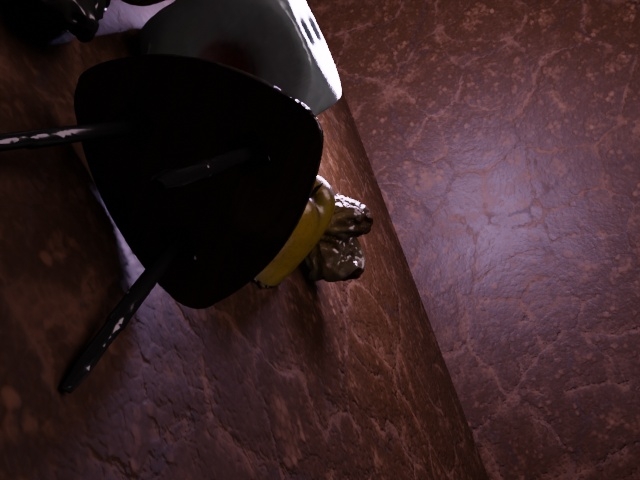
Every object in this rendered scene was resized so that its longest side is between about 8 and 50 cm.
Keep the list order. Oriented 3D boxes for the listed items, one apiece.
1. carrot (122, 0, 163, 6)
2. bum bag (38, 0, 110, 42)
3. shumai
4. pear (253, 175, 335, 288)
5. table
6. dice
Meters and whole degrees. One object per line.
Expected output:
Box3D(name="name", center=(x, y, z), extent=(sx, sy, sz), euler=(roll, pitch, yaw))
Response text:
Box3D(name="carrot", center=(-0.172, -0.441, 1.039), extent=(0.138, 0.301, 0.139), euler=(156, -90, -81))
Box3D(name="bum bag", center=(-0.334, -0.343, 0.941), extent=(0.326, 0.079, 0.142), euler=(-113, 179, -62))
Box3D(name="shumai", center=(0.000, -0.001, 1.552), extent=(0.184, 0.218, 0.186), euler=(39, 69, -54))
Box3D(name="pear", center=(-0.058, -0.052, 1.299), extent=(0.267, 0.178, 0.267), euler=(-19, 90, -77))
Box3D(name="table", center=(-0.209, -0.045, 0.723), extent=(0.318, 0.317, 0.249), euler=(64, 29, -10))
Box3D(name="dice", center=(-0.132, -0.309, 1.240), extent=(0.265, 0.267, 0.262), euler=(62, 15, -14))
